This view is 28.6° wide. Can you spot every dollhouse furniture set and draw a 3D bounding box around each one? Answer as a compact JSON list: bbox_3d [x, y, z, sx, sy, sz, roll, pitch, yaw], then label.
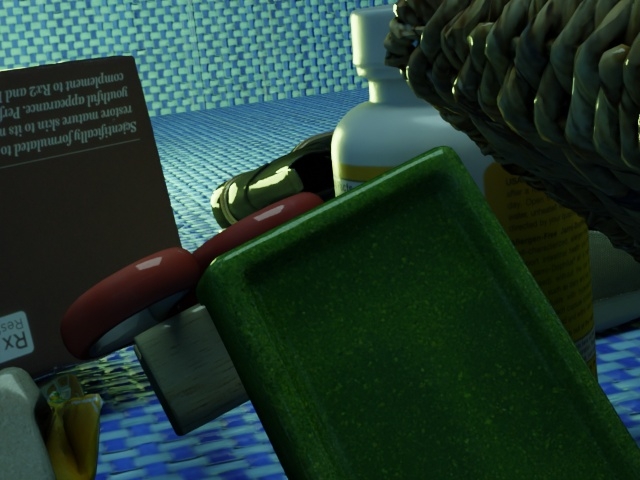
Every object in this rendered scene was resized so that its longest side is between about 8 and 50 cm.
[{"bbox_3d":[-0.066,0.116,0.425,0.301,0.151,0.197,-27,-5,-13],"label":"dollhouse furniture set"}]

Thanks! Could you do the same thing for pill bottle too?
[{"bbox_3d":[0.067,-0.008,0.591,0.117,0.208,0.117,-6,11,1],"label":"pill bottle"}]

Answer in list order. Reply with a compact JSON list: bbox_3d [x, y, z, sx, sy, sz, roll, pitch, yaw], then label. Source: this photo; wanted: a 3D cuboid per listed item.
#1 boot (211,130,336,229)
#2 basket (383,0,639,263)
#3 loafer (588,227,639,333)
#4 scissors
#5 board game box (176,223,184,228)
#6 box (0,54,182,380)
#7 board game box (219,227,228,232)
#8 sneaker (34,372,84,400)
[{"bbox_3d":[0.011,-0.065,1.176,0.198,0.077,0.137,-32,6,-36],"label":"boot"},{"bbox_3d":[0.214,-0.069,0.458,0.299,0.213,0.223,30,0,-31],"label":"basket"},{"bbox_3d":[0.204,-0.002,0.789,0.251,0.087,0.094,-14,13,-30],"label":"loafer"},{"bbox_3d":[-0.075,0.034,0.567,0.109,0.021,0.297,-29,-3,-20],"label":"scissors"},{"bbox_3d":[-0.193,0.018,1.065,0.133,0.033,0.168,-19,11,-29],"label":"board game box"},{"bbox_3d":[-0.214,-0.002,0.749,0.203,0.167,0.168,-10,5,42],"label":"box"},{"bbox_3d":[0.000,0.000,1.052,0.103,0.026,0.154,-15,14,-35],"label":"board game box"},{"bbox_3d":[-0.166,0.097,0.674,0.037,0.032,0.083,-18,0,36],"label":"sneaker"}]
